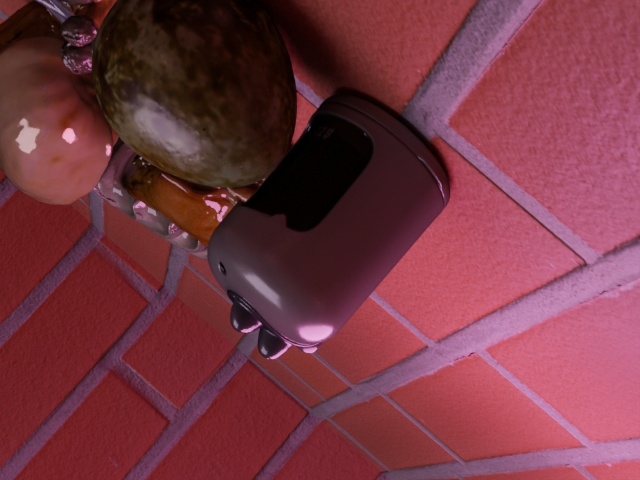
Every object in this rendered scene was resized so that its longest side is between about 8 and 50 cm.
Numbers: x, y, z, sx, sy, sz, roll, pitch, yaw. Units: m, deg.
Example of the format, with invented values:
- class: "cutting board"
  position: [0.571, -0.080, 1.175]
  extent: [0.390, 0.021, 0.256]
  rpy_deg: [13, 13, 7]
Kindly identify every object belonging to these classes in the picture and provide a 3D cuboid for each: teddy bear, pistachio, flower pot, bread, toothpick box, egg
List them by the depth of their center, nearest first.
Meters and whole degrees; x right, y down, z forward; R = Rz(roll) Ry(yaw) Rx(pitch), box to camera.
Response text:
- class: "egg"
  position: [-0.146, -0.193, 1.550]
  extent: [0.289, 0.238, 0.238]
  rpy_deg: [47, 169, 23]
- class: "toothpick box"
  position: [0.000, 0.000, 1.606]
  extent: [0.229, 0.316, 0.229]
  rpy_deg: [37, 166, 11]
- class: "teddy bear"
  position: [-0.323, -0.351, 1.779]
  extent: [0.140, 0.177, 0.190]
  rpy_deg: [-11, 148, 10]
- class: "bread"
  position: [-0.156, -0.082, 2.018]
  extent: [0.370, 0.191, 0.314]
  rpy_deg: [43, 164, -13]
- class: "pistachio"
  position: [-0.452, -0.202, 2.138]
  extent: [0.238, 0.229, 0.321]
  rpy_deg: [17, 136, 6]
- class: "bread"
  position: [-0.517, -0.334, 2.262]
  extent: [0.149, 0.158, 0.143]
  rpy_deg: [46, 169, -24]
- class: "flower pot"
  position: [-0.242, -0.068, 2.321]
  extent: [0.368, 0.164, 0.254]
  rpy_deg: [30, 172, 23]

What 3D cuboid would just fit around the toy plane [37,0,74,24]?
- class: "toy plane"
  position: [-0.394, -0.373, 1.991]
  extent: [0.267, 0.088, 0.212]
  rpy_deg: [49, 164, 2]
